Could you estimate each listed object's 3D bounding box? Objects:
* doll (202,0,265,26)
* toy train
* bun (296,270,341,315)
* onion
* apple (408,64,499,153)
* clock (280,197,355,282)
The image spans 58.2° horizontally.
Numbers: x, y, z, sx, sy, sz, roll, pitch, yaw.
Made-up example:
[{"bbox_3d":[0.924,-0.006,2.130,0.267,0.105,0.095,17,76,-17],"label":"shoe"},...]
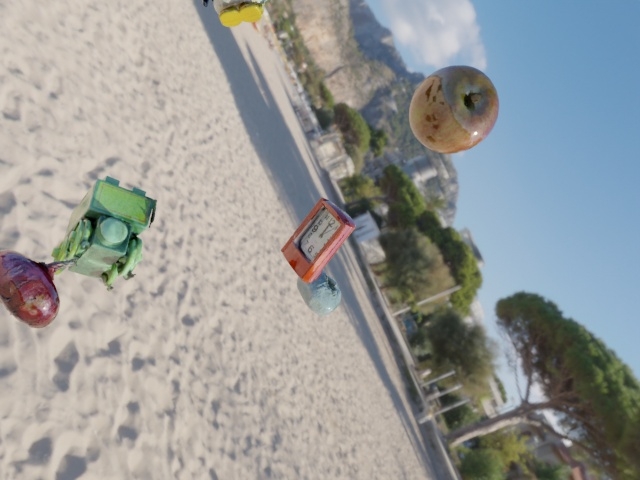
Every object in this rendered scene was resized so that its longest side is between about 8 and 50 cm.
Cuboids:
[{"bbox_3d":[-0.191,-0.624,1.250,0.141,0.177,0.313,46,34,-76],"label":"doll"},{"bbox_3d":[-0.474,-0.009,1.250,0.159,0.272,0.188,22,61,-29],"label":"toy train"},{"bbox_3d":[0.000,0.129,1.547,0.141,0.083,0.140,41,24,-23],"label":"bun"},{"bbox_3d":[-0.481,0.067,0.986,0.150,0.140,0.150,41,-29,29],"label":"onion"},{"bbox_3d":[0.288,-0.284,1.262,0.188,0.188,0.174,65,-23,-4],"label":"apple"},{"bbox_3d":[0.000,0.000,1.189,0.061,0.155,0.113,25,18,-40],"label":"clock"}]
